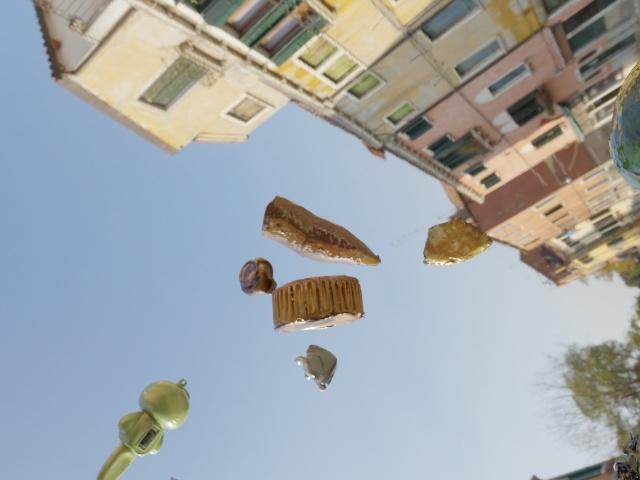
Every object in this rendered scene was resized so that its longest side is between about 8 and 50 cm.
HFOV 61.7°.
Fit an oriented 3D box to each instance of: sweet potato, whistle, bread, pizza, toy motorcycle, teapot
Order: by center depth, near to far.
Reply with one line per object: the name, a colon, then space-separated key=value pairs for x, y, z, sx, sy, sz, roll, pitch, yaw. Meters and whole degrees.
toy motorcycle: x=0.516 y=0.397 z=0.862 sx=0.173 sy=0.058 sz=0.100 roll=54 pitch=-138 yaw=-18
bread: x=-0.007 y=0.131 z=1.134 sx=0.199 sy=0.199 sz=0.104 roll=13 pitch=-115 yaw=-56
pizza: x=0.299 y=0.004 z=1.202 sx=0.036 sy=0.160 sz=0.099 roll=8 pitch=-116 yaw=-75
teapot: x=-0.147 y=0.095 z=1.320 sx=0.078 sy=0.098 sz=0.129 roll=31 pitch=176 yaw=-32
whistle: x=-0.447 y=0.468 z=1.353 sx=0.141 sy=0.294 sz=0.141 roll=42 pitch=163 yaw=16
sweet potato: x=0.000 y=0.001 z=1.412 sx=0.337 sy=0.131 sz=0.131 roll=28 pitch=-149 yaw=-7

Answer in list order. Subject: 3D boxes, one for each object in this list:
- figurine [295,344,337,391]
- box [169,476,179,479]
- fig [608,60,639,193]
figurine: x=-0.006 y=0.259 z=1.089 sx=0.082 sy=0.086 sz=0.094 roll=-8 pitch=-111 yaw=-32
box: x=-0.305 y=0.565 z=1.181 sx=0.083 sy=0.053 sz=0.024 roll=32 pitch=169 yaw=-12
fig: x=0.265 y=-0.103 z=0.379 sx=0.123 sy=0.123 sz=0.156 roll=41 pitch=-142 yaw=-30
